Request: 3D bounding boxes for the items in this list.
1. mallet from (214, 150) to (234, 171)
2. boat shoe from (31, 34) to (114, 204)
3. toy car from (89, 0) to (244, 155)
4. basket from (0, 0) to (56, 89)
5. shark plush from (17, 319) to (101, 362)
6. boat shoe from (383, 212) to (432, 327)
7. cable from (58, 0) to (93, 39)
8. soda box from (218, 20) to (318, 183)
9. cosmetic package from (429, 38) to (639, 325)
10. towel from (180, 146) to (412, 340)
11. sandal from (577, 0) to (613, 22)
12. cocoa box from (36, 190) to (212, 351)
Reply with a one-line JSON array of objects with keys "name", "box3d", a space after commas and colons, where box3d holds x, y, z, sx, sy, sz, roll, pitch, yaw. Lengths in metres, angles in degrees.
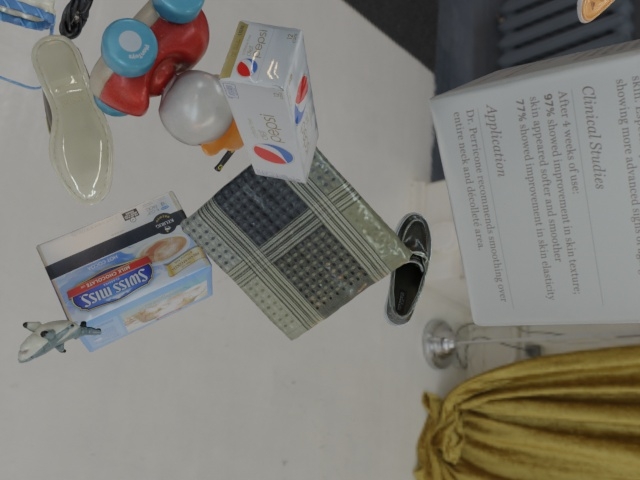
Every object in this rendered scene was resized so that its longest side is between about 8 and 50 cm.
[{"name": "mallet", "box3d": [-0.210, -0.251, 1.608, 0.062, 0.190, 0.039, 36, 17, -38]}, {"name": "boat shoe", "box3d": [-0.458, -0.217, 1.219, 0.117, 0.097, 0.324, -17, 85, -12]}, {"name": "toy car", "box3d": [-0.198, -0.236, 0.982, 0.238, 0.219, 0.210, 39, 69, -14]}, {"name": "basket", "box3d": [-0.712, -0.504, 1.434, 0.255, 0.201, 0.288, 14, 87, -35]}, {"name": "shark plush", "box3d": [-0.498, 0.184, 1.232, 0.161, 0.073, 0.067, -13, 111, -63]}, {"name": "boat shoe", "box3d": [0.253, 0.073, 1.785, 0.121, 0.119, 0.335, 11, 73, -5]}, {"name": "cable", "box3d": [-0.437, -0.458, 1.225, 0.047, 0.150, 0.184, 25, 37, -19]}, {"name": "soda box", "box3d": [-0.050, -0.143, 0.720, 0.216, 0.069, 0.073, 79, 24, -70]}, {"name": "cosmetic package", "box3d": [0.409, -0.095, 0.881, 0.327, 0.394, 0.329, -33, 113, -56]}, {"name": "towel", "box3d": [-0.044, -0.001, 1.198, 0.324, 0.312, 0.056, 49, 21, -13]}, {"name": "sandal", "box3d": [0.638, -0.544, 1.348, 0.265, 0.076, 0.102, -49, 134, -12]}, {"name": "cocoa box", "box3d": [-0.465, 0.080, 1.591, 0.347, 0.231, 0.228, -25, 72, -18]}]
